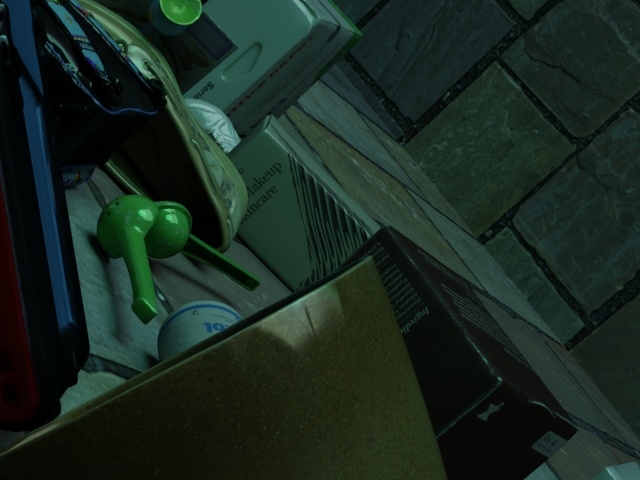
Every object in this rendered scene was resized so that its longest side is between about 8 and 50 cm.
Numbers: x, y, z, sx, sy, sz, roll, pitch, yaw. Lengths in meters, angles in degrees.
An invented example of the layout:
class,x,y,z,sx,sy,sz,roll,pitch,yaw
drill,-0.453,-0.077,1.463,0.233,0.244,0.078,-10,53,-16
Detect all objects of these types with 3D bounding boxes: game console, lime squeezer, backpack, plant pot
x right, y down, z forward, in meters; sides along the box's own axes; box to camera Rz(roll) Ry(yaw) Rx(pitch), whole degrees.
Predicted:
class,x,y,z,sx,sy,sz,roll,pitch,yaw
game console,-0.167,-0.087,0.745,0.386,0.060,0.342,168,-92,-84
lime squeezer,-0.123,0.005,1.194,0.110,0.059,0.310,32,8,9
backpack,-0.232,-0.142,1.172,0.173,0.117,0.158,48,11,3
plant pot,-0.025,0.173,0.664,0.254,0.237,0.237,63,11,1

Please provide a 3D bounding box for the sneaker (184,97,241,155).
class,x,y,z,sx,sy,sz,roll,pitch,yaw
sneaker,-0.113,-0.105,1.668,0.152,0.053,0.061,45,14,-15

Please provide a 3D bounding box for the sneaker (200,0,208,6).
class,x,y,z,sx,sy,sz,roll,pitch,yaw
sneaker,-0.201,-0.315,1.947,0.146,0.134,0.343,41,2,4

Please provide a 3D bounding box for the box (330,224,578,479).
class,x,y,z,sx,sy,sz,roll,pitch,yaw
box,0.086,0.130,1.294,0.168,0.167,0.203,35,17,-50

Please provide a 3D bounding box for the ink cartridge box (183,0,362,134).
class,x,y,z,sx,sy,sz,roll,pitch,yaw
ink cartridge box,-0.081,-0.247,1.873,0.121,0.211,0.289,49,11,5

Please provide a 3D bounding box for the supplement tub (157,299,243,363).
class,x,y,z,sx,sy,sz,roll,pitch,yaw
supplement tub,-0.080,0.096,1.035,0.071,0.071,0.107,42,11,-26

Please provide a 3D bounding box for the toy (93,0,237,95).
class,x,y,z,sx,sy,sz,roll,pitch,yaw
toy,-0.190,-0.183,1.419,0.137,0.237,0.056,44,55,-11

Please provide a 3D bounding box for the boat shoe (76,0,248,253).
class,x,y,z,sx,sy,sz,roll,pitch,yaw
boat shoe,-0.169,-0.109,1.332,0.285,0.104,0.089,47,14,-15

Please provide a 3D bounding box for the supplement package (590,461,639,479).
class,x,y,z,sx,sy,sz,roll,pitch,yaw
supplement package,0.339,0.372,1.464,0.262,0.145,0.204,50,11,19

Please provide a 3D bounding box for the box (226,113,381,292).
class,x,y,z,sx,sy,sz,roll,pitch,yaw
box,0.000,0.000,1.580,0.275,0.113,0.094,44,12,-10
